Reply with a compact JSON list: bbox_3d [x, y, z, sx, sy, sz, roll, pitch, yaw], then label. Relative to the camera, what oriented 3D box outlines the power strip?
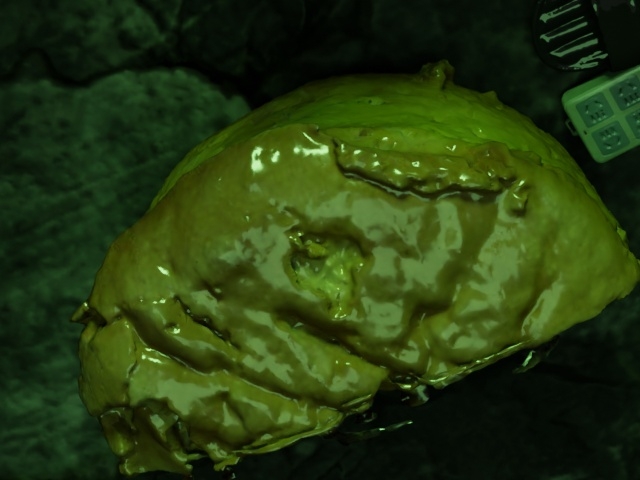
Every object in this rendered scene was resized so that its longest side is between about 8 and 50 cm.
[{"bbox_3d":[0.161,-0.072,0.879,0.090,0.016,0.040,-27,118,14],"label":"power strip"}]

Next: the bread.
[{"bbox_3d":[0.004,-0.001,0.843,0.261,0.160,0.147,-21,111,14],"label":"bread"}]

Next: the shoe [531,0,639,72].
[{"bbox_3d":[0.173,-0.118,0.834,0.159,0.053,0.062,-23,122,8],"label":"shoe"}]
